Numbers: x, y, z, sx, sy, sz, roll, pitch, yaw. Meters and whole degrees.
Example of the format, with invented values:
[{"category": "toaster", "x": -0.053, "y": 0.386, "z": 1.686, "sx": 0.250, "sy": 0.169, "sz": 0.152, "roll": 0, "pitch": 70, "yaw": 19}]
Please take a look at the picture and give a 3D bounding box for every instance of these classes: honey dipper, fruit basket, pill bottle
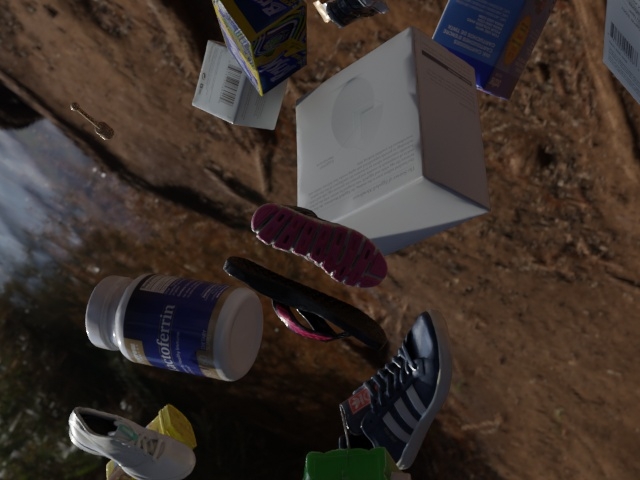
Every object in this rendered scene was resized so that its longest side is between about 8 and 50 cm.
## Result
[{"category": "honey dipper", "x": -0.492, "y": -0.260, "z": 1.842, "sx": 0.030, "sy": 0.031, "sz": 0.161, "roll": 17, "pitch": 168, "yaw": 18}, {"category": "fruit basket", "x": 0.069, "y": 0.453, "z": 1.162, "sx": 0.165, "sy": 0.327, "sz": 0.353, "roll": -11, "pitch": 130, "yaw": 9}, {"category": "pill bottle", "x": -0.241, "y": 0.136, "z": 1.411, "sx": 0.264, "sy": 0.153, "sz": 0.153, "roll": 7, "pitch": 149, "yaw": 20}]

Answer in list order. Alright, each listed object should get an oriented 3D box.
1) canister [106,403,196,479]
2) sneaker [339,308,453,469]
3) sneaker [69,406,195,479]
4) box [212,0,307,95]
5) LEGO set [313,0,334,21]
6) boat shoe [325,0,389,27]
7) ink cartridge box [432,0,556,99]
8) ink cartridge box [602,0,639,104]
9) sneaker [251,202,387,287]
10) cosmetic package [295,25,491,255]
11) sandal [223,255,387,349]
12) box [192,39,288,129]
[{"category": "canister", "x": -0.328, "y": 0.412, "z": 1.648, "sx": 0.073, "sy": 0.170, "sz": 0.126, "roll": 47, "pitch": 180, "yaw": -23}, {"category": "sneaker", "x": 0.119, "y": 0.267, "z": 1.487, "sx": 0.148, "sy": 0.131, "sz": 0.350, "roll": 6, "pitch": 121, "yaw": -14}, {"category": "sneaker", "x": -0.300, "y": 0.319, "z": 1.355, "sx": 0.212, "sy": 0.080, "sz": 0.094, "roll": 18, "pitch": 143, "yaw": 1}, {"category": "box", "x": -0.048, "y": -0.175, "z": 0.711, "sx": 0.059, "sy": 0.054, "sz": 0.169, "roll": 54, "pitch": 178, "yaw": 3}, {"category": "LEGO set", "x": -0.084, "y": -0.532, "z": 1.678, "sx": 0.107, "sy": 0.132, "sz": 0.287, "roll": -23, "pitch": 143, "yaw": 34}, {"category": "boat shoe", "x": 0.066, "y": -0.432, "z": 1.570, "sx": 0.083, "sy": 0.183, "sz": 0.065, "roll": -31, "pitch": 89, "yaw": 21}, {"category": "ink cartridge box", "x": 0.355, "y": -0.443, "z": 1.743, "sx": 0.151, "sy": 0.396, "sz": 0.270, "roll": 30, "pitch": -164, "yaw": 19}, {"category": "ink cartridge box", "x": 0.423, "y": -0.246, "z": 0.964, "sx": 0.197, "sy": 0.114, "sz": 0.273, "roll": 62, "pitch": -178, "yaw": 29}, {"category": "sneaker", "x": 0.000, "y": 0.000, "z": 1.004, "sx": 0.170, "sy": 0.063, "sz": 0.075, "roll": 23, "pitch": -172, "yaw": -8}, {"category": "cosmetic package", "x": 0.089, "y": -0.116, "z": 1.140, "sx": 0.138, "sy": 0.225, "sz": 0.224, "roll": 23, "pitch": 146, "yaw": -38}, {"category": "sandal", "x": -0.017, "y": 0.067, "z": 0.819, "sx": 0.179, "sy": 0.040, "sz": 0.067, "roll": 24, "pitch": -174, "yaw": 21}, {"category": "box", "x": -0.113, "y": -0.224, "z": 1.233, "sx": 0.102, "sy": 0.101, "sz": 0.087, "roll": 29, "pitch": -161, "yaw": 38}]
